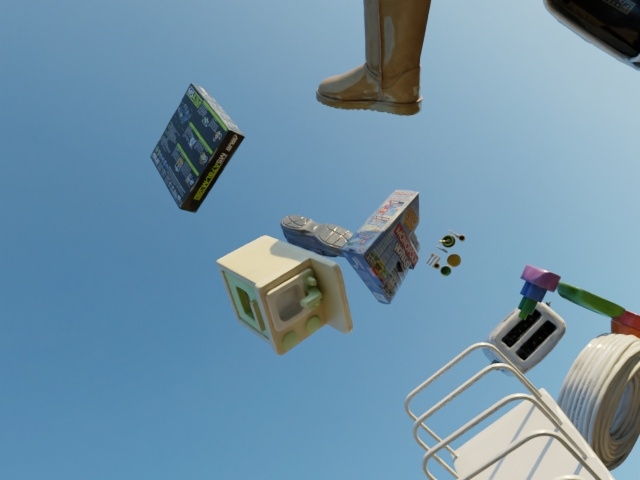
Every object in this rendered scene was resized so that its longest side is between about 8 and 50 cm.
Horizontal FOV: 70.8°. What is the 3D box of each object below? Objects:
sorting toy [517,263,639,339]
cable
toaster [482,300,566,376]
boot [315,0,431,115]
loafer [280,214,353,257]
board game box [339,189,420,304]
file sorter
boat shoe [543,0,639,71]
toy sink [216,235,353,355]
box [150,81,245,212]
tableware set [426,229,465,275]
[{"bbox_3d":[0.539,0.170,0.912,0.366,0.127,0.126,23,-86,-16],"label":"sorting toy"},{"bbox_3d":[0.534,0.296,0.840,0.257,0.089,0.257,35,-99,-36],"label":"cable"},{"bbox_3d":[0.501,0.231,1.096,0.227,0.129,0.146,-45,-22,3],"label":"toaster"},{"bbox_3d":[0.090,-0.377,0.811,0.089,0.236,0.269,-48,-37,-45],"label":"boot"},{"bbox_3d":[0.000,0.000,1.490,0.109,0.303,0.095,-41,-40,-39],"label":"loafer"},{"bbox_3d":[0.148,0.004,0.904,0.194,0.060,0.194,-56,-46,-19],"label":"board game box"},{"bbox_3d":[0.243,0.297,0.598,0.193,0.277,0.173,-43,-77,12],"label":"file sorter"},{"bbox_3d":[0.345,-0.202,0.452,0.084,0.258,0.095,-46,-21,-25],"label":"boat shoe"},{"bbox_3d":[-0.074,0.106,0.842,0.131,0.234,0.152,-30,-58,-31],"label":"toy sink"},{"bbox_3d":[-0.245,-0.180,0.869,0.045,0.190,0.184,18,-64,-50],"label":"box"},{"bbox_3d":[0.442,0.043,1.552,0.154,0.104,0.024,-54,-29,-1],"label":"tableware set"}]
